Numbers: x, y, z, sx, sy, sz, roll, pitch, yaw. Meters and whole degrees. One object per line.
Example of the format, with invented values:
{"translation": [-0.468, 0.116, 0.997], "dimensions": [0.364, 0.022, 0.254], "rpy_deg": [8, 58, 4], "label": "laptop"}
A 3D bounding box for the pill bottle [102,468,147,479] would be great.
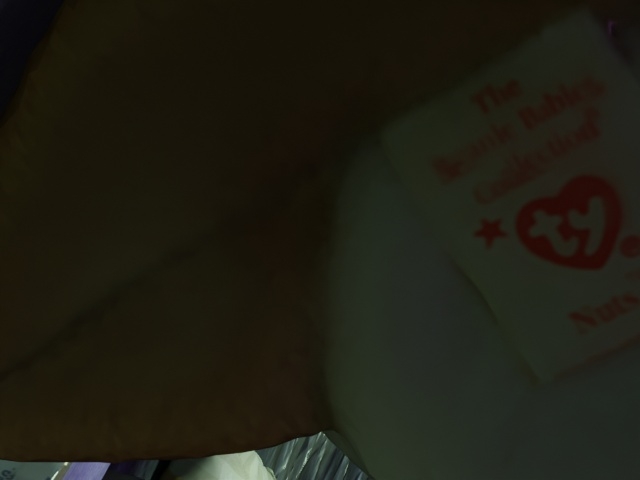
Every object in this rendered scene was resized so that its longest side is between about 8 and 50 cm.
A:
{"translation": [-0.118, 0.238, 0.854], "dimensions": [0.117, 0.117, 0.208], "rpy_deg": [81, 32, -68], "label": "pill bottle"}

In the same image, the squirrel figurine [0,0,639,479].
{"translation": [0.102, -0.098, 0.491], "dimensions": [0.370, 0.281, 0.397], "rpy_deg": [-61, 170, -65], "label": "squirrel figurine"}

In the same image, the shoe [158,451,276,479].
{"translation": [-0.055, 0.172, 1.141], "dimensions": [0.058, 0.076, 0.219], "rpy_deg": [-63, 166, -9], "label": "shoe"}

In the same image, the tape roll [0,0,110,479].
{"translation": [-0.120, 0.004, 0.507], "dimensions": [0.275, 0.090, 0.275], "rpy_deg": [21, 90, -79], "label": "tape roll"}
